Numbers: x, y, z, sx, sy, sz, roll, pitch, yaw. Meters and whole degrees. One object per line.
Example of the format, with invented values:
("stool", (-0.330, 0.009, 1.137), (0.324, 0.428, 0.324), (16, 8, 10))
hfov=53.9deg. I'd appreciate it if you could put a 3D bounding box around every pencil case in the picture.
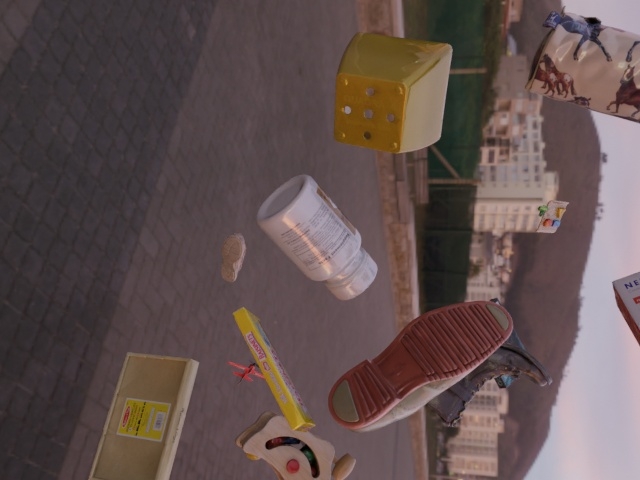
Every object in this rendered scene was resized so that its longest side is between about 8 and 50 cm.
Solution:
("pencil case", (0.622, -0.322, 1.212), (0.160, 0.411, 0.183), (-1, 112, -68))

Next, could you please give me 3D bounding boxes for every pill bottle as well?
("pill bottle", (0.000, 0.000, 1.169), (0.229, 0.131, 0.131), (48, 32, -24))

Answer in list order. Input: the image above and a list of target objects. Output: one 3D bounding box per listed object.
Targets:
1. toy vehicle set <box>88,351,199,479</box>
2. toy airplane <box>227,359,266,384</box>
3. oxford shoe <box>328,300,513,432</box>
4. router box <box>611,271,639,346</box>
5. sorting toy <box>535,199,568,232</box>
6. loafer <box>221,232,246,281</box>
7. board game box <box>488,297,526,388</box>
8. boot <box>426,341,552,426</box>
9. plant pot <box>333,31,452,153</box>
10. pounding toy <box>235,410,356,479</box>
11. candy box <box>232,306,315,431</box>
("toy vehicle set", (-0.359, 0.367, 1.284), (0.035, 0.166, 0.266), (49, 48, -56))
("toy airplane", (-0.226, 0.413, 1.962), (0.151, 0.151, 0.028), (80, 20, -45))
("oxford shoe", (0.203, 0.254, 1.265), (0.140, 0.397, 0.146), (62, 0, 34))
("router box", (0.663, 0.132, 0.923), (0.082, 0.336, 0.301), (54, 20, -42))
("sorting toy", (0.390, -0.040, 1.072), (0.083, 0.012, 0.061), (2, 117, -40))
("loafer", (-0.171, 0.027, 1.251), (0.039, 0.045, 0.125), (-53, 166, -48))
("board game box", (0.436, 0.250, 1.543), (0.126, 0.026, 0.186), (-29, 92, -37))
("boot", (0.341, 0.309, 1.378), (0.228, 0.263, 0.091), (-57, 174, -2))
("plant pot", (0.129, -0.285, 1.282), (0.187, 0.212, 0.212), (-50, 148, -51))
("pounding toy", (-0.065, 0.484, 1.372), (0.154, 0.270, 0.155), (-60, -166, -16))
("candy box", (-0.073, 0.207, 1.003), (0.205, 0.027, 0.105), (59, 0, 20))
